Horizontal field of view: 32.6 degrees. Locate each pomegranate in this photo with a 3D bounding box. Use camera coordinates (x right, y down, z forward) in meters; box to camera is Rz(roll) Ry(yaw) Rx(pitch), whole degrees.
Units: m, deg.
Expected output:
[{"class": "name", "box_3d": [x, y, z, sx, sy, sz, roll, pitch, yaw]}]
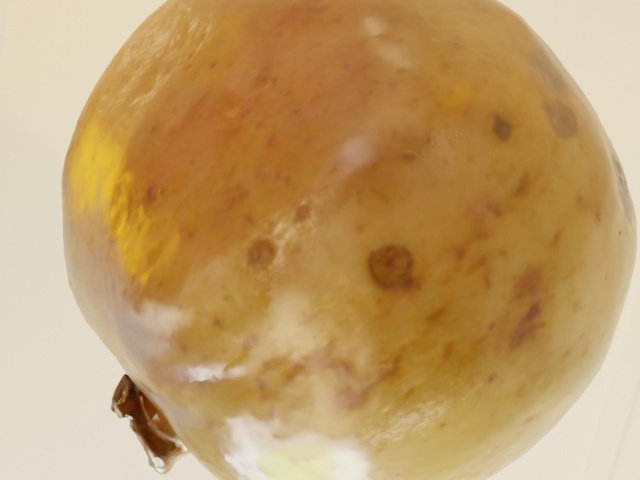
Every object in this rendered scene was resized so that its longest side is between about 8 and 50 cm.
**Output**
[{"class": "pomegranate", "box_3d": [0.000, 0.000, 0.410, 0.215, 0.215, 0.215, 5, -79, 27]}]
